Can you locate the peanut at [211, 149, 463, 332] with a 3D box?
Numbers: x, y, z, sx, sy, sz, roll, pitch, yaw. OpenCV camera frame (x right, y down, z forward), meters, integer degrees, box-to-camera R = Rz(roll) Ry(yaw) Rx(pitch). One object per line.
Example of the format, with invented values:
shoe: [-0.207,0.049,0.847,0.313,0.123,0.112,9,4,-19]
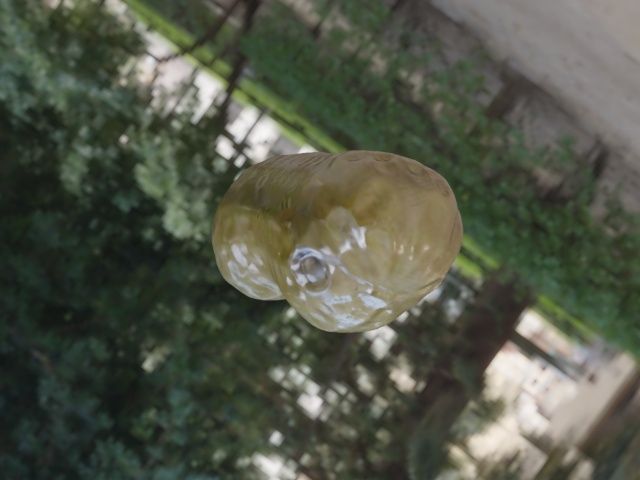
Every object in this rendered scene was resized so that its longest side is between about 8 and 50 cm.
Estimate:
peanut: [0.000,0.000,1.007,0.236,0.110,0.120,-6,114,57]
